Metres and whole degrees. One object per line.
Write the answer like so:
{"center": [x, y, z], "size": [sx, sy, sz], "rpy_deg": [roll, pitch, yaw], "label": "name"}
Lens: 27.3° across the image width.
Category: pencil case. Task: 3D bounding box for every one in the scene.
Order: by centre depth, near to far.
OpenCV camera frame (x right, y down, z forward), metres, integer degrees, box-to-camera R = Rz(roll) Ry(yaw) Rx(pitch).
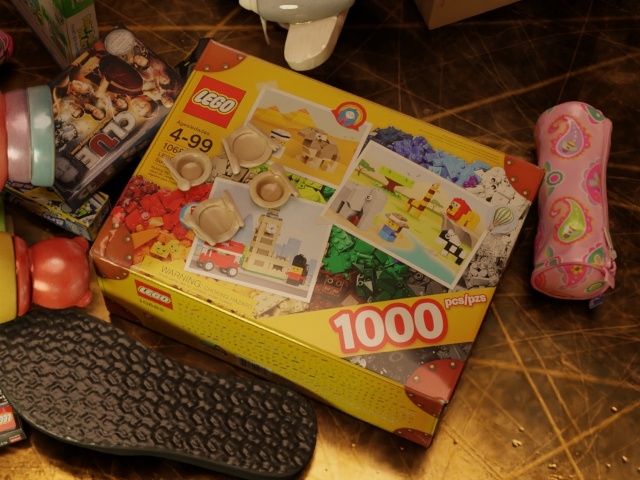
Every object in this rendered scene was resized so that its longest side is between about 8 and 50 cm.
{"center": [0.362, -0.054, 1.878], "size": [0.124, 0.124, 0.284], "rpy_deg": [5, 61, 1], "label": "pencil case"}

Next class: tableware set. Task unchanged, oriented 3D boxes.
{"center": [-0.115, -0.078, 1.718], "size": [0.168, 0.020, 0.141], "rpy_deg": [-27, 67, -13], "label": "tableware set"}

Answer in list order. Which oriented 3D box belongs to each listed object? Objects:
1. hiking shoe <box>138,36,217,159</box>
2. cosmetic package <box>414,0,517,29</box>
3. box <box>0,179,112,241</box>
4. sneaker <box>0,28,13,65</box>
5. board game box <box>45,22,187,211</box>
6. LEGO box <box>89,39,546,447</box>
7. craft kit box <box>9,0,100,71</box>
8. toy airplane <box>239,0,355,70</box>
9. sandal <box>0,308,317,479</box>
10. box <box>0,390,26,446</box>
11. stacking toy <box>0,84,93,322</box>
{"center": [-0.236, -0.226, 1.966], "size": [0.114, 0.086, 0.227], "rpy_deg": [27, 67, 7], "label": "hiking shoe"}
{"center": [0.294, -0.457, 2.058], "size": [0.309, 0.160, 0.113], "rpy_deg": [-19, 67, -10], "label": "cosmetic package"}
{"center": [-0.388, -0.065, 1.899], "size": [0.169, 0.054, 0.059], "rpy_deg": [25, 66, 10], "label": "box"}
{"center": [-0.588, -0.355, 2.016], "size": [0.112, 0.121, 0.299], "rpy_deg": [-19, 61, -43], "label": "sneaker"}
{"center": [-0.319, -0.179, 1.890], "size": [0.165, 0.042, 0.243], "rpy_deg": [42, 75, 17], "label": "board game box"}
{"center": [0.000, 0.000, 1.803], "size": [0.500, 0.193, 0.372], "rpy_deg": [22, 65, 9], "label": "LEGO box"}
{"center": [-0.412, -0.379, 1.947], "size": [0.061, 0.246, 0.250], "rpy_deg": [-33, 70, -15], "label": "craft kit box"}
{"center": [0.015, -0.463, 1.903], "size": [0.384, 0.272, 0.386], "rpy_deg": [-45, 41, 9], "label": "toy airplane"}
{"center": [-0.228, 0.225, 1.749], "size": [0.445, 0.107, 0.167], "rpy_deg": [20, 63, -6], "label": "sandal"}
{"center": [-0.526, 0.222, 1.759], "size": [0.233, 0.044, 0.159], "rpy_deg": [-17, 65, -10], "label": "box"}
{"center": [-0.385, -0.056, 1.761], "size": [0.130, 0.279, 0.309], "rpy_deg": [-3, 95, -16], "label": "stacking toy"}
